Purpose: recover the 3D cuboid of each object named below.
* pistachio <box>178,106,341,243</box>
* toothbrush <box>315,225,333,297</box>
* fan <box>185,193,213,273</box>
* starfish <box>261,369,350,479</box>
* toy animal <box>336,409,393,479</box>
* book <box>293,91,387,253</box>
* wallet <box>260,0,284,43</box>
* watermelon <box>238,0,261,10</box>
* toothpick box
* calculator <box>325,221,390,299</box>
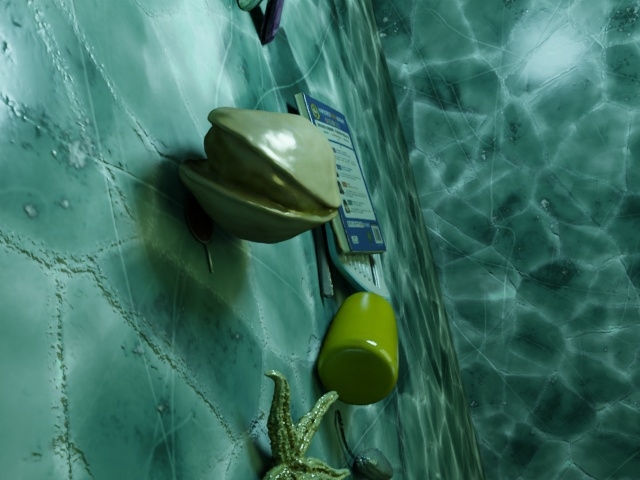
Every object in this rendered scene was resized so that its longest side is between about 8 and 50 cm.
[{"bbox_3d":[-0.088,-0.105,0.949,0.229,0.238,0.321,-63,154,7],"label":"pistachio"},{"bbox_3d":[0.000,0.000,1.445,0.030,0.030,0.297,54,27,-71],"label":"toothbrush"},{"bbox_3d":[-0.188,-0.012,0.932,0.085,0.005,0.133,-10,87,-73],"label":"fan"},{"bbox_3d":[-0.035,0.401,0.992,0.358,0.078,0.347,55,28,-49],"label":"starfish"},{"bbox_3d":[0.097,0.503,1.363,0.253,0.070,0.079,50,-5,-32],"label":"toy animal"},{"bbox_3d":[0.061,-0.168,1.557,0.300,0.039,0.428,3,69,-66],"label":"book"},{"bbox_3d":[-0.103,-0.562,1.386,0.111,0.030,0.166,-69,178,-57],"label":"wallet"},{"bbox_3d":[-0.157,-0.594,1.352,0.094,0.081,0.180,30,38,-31],"label":"watermelon"},{"bbox_3d":[0.097,0.236,1.353,0.271,0.175,0.175,-69,142,-65],"label":"toothpick box"},{"bbox_3d":[0.094,0.022,1.592,0.386,0.054,0.256,44,33,-56],"label":"calculator"}]
